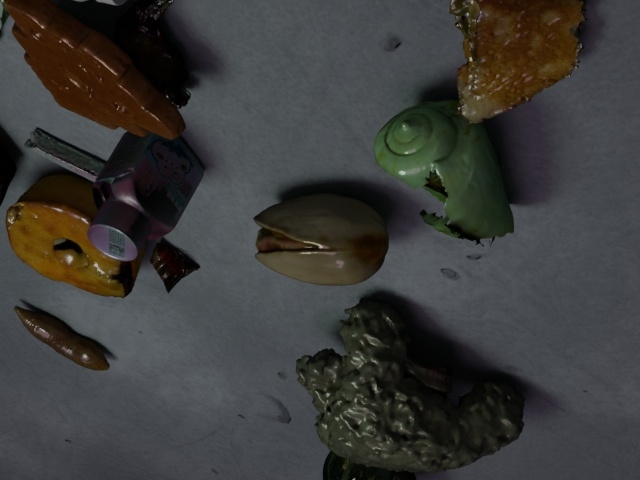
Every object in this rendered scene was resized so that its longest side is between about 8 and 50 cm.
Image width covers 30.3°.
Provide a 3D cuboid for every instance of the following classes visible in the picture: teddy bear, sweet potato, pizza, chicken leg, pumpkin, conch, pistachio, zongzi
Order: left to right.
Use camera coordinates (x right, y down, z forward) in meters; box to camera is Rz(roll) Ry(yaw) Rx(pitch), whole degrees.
[{"bbox_3d":[-0.508,0.193,2.316,0.218,0.051,0.065,34,148,-11],"label":"sweet potato"},{"bbox_3d":[-0.217,-0.265,1.543,0.106,0.051,0.253,18,147,6],"label":"chicken leg"},{"bbox_3d":[-0.239,0.043,1.970,0.083,0.073,0.067,61,149,18],"label":"zongzi"},{"bbox_3d":[0.000,0.000,1.689,0.215,0.144,0.144,0,139,27],"label":"pistachio"},{"bbox_3d":[0.094,0.451,2.211,0.190,0.146,0.190,37,150,26],"label":"pumpkin"},{"bbox_3d":[0.106,0.280,1.978,0.357,0.224,0.367,32,159,-13],"label":"teddy bear"},{"bbox_3d":[0.168,-0.068,1.485,0.250,0.137,0.143,57,170,-31],"label":"conch"},{"bbox_3d":[0.219,-0.227,1.328,0.147,0.069,0.226,-6,143,4],"label":"pizza"}]

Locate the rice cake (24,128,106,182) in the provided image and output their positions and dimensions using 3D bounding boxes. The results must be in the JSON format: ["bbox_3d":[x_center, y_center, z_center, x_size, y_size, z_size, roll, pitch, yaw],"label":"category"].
[{"bbox_3d":[-0.365,-0.115,1.845,0.207,0.033,0.033,27,155,-1],"label":"rice cake"}]

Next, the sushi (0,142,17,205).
[{"bbox_3d":[-0.681,-0.069,1.859,0.281,0.294,0.299,44,142,-17],"label":"sushi"}]

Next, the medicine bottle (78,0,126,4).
[{"bbox_3d":[-0.323,-0.352,1.448,0.186,0.103,0.103,16,144,12],"label":"medicine bottle"}]

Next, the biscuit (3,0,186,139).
[{"bbox_3d":[-0.318,-0.228,1.600,0.284,0.043,0.306,39,163,-16],"label":"biscuit"}]

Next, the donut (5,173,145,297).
[{"bbox_3d":[-0.401,-0.001,1.943,0.253,0.118,0.253,14,141,12],"label":"donut"}]

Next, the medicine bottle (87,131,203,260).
[{"bbox_3d":[-0.261,-0.066,1.709,0.094,0.188,0.119,-8,134,37],"label":"medicine bottle"}]

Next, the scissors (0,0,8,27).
[{"bbox_3d":[-0.457,-0.317,1.640,0.101,0.027,0.204,30,143,-6],"label":"scissors"}]
